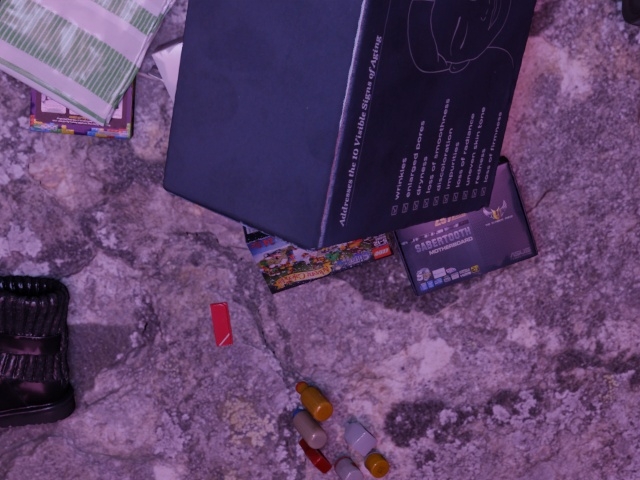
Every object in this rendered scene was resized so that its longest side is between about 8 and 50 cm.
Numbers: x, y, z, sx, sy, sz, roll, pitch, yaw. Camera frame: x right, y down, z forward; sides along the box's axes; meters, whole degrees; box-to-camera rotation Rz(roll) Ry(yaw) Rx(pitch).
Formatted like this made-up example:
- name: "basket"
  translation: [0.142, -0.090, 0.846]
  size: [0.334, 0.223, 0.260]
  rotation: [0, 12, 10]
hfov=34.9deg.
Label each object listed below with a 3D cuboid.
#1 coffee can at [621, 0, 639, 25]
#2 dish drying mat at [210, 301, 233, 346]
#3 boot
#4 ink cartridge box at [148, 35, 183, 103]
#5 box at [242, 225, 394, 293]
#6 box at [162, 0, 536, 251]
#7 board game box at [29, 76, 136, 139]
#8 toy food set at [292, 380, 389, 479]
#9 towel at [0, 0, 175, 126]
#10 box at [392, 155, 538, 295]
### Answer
- name: "coffee can"
  translation: [0.653, -0.392, 1.618]
  size: [0.275, 0.201, 0.202]
  rotation: [19, 106, -8]
- name: "dish drying mat"
  translation: [-0.180, 0.153, 1.860]
  size: [0.032, 0.008, 0.083]
  rotation: [-6, 108, 1]
- name: "boot"
  translation: [-0.605, 0.198, 1.789]
  size: [0.347, 0.131, 0.260]
  rotation: [-7, 115, -11]
- name: "ink cartridge box"
  translation: [-0.207, -0.291, 1.673]
  size: [0.143, 0.092, 0.090]
  rotation: [-21, 108, 6]
- name: "box"
  translation: [0.000, 0.000, 1.758]
  size: [0.233, 0.044, 0.159]
  rotation: [-18, 141, 4]
- name: "box"
  translation: [0.064, -0.277, 1.458]
  size: [0.297, 0.471, 0.480]
  rotation: [21, 110, 30]
- name: "board game box"
  translation: [-0.396, -0.248, 1.702]
  size: [0.170, 0.048, 0.141]
  rotation: [5, 106, -4]
- name: "toy food set"
  translation: [0.023, 0.370, 1.911]
  size: [0.111, 0.104, 0.232]
  rotation: [-47, 122, -2]
- name: "towel"
  translation: [-0.372, -0.376, 1.622]
  size: [0.247, 0.038, 0.325]
  rotation: [29, 102, -9]
- name: "box"
  translation: [0.246, -0.025, 1.794]
  size: [0.232, 0.059, 0.183]
  rotation: [-19, 106, 4]
